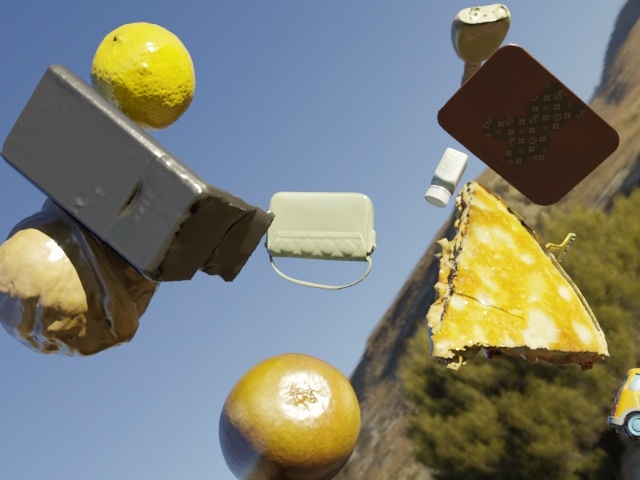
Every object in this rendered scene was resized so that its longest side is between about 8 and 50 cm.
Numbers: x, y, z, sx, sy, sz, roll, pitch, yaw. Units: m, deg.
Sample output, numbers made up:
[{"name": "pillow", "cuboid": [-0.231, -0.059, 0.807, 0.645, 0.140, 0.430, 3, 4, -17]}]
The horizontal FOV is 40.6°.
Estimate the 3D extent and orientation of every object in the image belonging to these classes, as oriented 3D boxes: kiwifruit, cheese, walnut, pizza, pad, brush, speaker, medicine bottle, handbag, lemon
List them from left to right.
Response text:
[{"name": "walnut", "cuboid": [-0.404, 0.057, 1.458, 0.296, 0.285, 0.285, -26, -25, -29]}, {"name": "speaker", "cuboid": [-0.285, -0.092, 1.355, 0.180, 0.388, 0.184, -55, -13, 14]}, {"name": "lemon", "cuboid": [-0.303, -0.279, 1.499, 0.178, 0.178, 0.203, -48, -35, -18]}, {"name": "kiwifruit", "cuboid": [-0.047, 0.271, 1.238, 0.196, 0.196, 0.234, -41, -21, -39]}, {"name": "handbag", "cuboid": [0.000, 0.000, 1.949, 0.079, 0.256, 0.219, 19, -106, -78]}, {"name": "medicine bottle", "cuboid": [0.275, -0.134, 1.890, 0.117, 0.055, 0.074, -63, -12, -15]}, {"name": "cheese", "cuboid": [0.259, -0.316, 1.446, 0.097, 0.037, 0.192, -9, -28, -4]}, {"name": "pizza", "cuboid": [0.312, 0.114, 1.641, 0.406, 0.439, 0.130, -26, -17, -36]}, {"name": "pad", "cuboid": [0.333, -0.177, 1.382, 0.181, 0.267, 0.004, -46, 20, 27]}, {"name": "brush", "cuboid": [0.505, 0.020, 1.854, 0.205, 0.011, 0.083, 2, -62, -62]}]

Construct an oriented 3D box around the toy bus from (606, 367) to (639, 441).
[{"name": "toy bus", "cuboid": [0.634, 0.307, 1.556, 0.126, 0.210, 0.136, 42, -117, -66]}]
